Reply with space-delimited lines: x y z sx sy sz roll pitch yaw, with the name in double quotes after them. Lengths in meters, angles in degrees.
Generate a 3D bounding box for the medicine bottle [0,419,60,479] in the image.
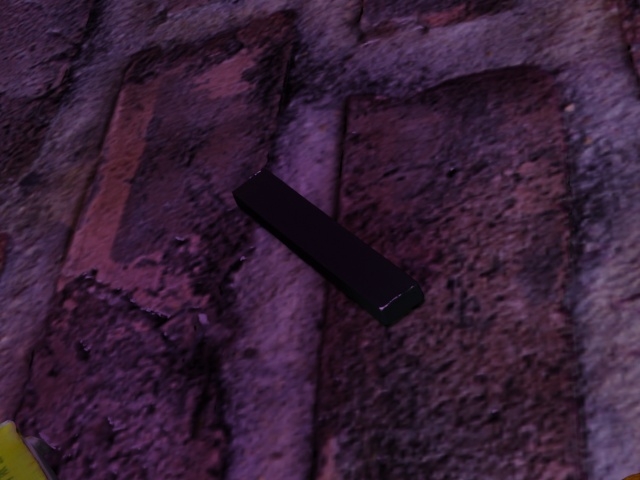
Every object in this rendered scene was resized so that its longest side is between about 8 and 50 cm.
-0.194 0.216 0.684 0.250 0.141 0.137 -34 40 -11 "medicine bottle"

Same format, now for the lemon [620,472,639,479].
0.141 0.141 0.626 0.082 0.082 0.110 -2 42 29 "lemon"

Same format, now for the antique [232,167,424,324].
0.000 0.000 0.940 0.031 0.015 0.192 -36 36 -12 "antique"
